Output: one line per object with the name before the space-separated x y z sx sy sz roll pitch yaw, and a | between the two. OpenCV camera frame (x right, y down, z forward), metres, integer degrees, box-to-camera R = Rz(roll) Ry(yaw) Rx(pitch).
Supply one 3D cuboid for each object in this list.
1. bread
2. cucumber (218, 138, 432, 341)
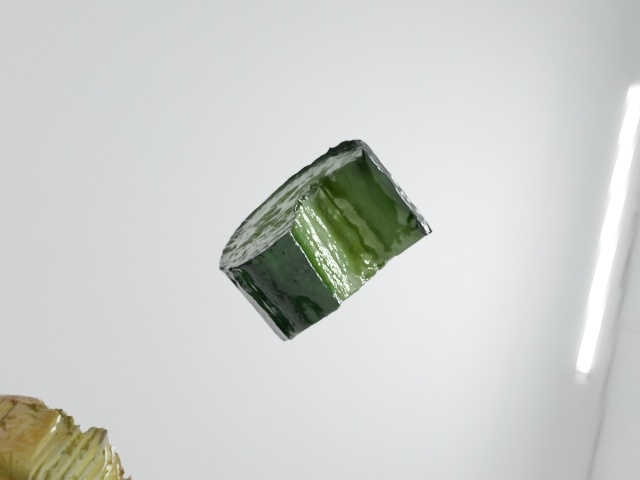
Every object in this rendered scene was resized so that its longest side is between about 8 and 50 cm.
bread | -0.323 0.266 1.654 0.133 0.250 0.179 -48 137 -46
cucumber | -0.006 0.005 1.453 0.191 0.130 0.191 -41 -176 3
